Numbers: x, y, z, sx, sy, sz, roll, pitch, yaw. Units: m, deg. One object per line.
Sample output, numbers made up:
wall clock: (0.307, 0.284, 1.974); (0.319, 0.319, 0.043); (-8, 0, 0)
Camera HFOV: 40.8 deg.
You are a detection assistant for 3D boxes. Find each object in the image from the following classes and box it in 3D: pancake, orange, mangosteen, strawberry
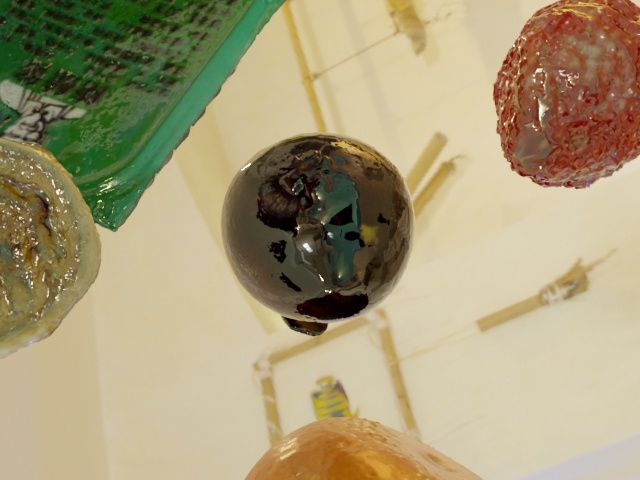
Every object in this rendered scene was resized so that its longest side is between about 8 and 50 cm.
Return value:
pancake: (-0.199, 0.005, 0.502); (0.022, 0.139, 0.139); (127, 121, -73)
orange: (0.073, 0.414, 1.060); (0.424, 0.326, 0.424); (29, -179, 0)
mangosteen: (0.000, 0.000, 1.013); (0.265, 0.228, 0.228); (79, 177, -55)
strawberry: (0.178, -0.099, 0.581); (0.131, 0.131, 0.148); (61, -153, -13)

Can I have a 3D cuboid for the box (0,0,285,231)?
box: (-0.190, -0.156, 0.791); (0.336, 0.264, 0.106); (-59, -20, -25)
